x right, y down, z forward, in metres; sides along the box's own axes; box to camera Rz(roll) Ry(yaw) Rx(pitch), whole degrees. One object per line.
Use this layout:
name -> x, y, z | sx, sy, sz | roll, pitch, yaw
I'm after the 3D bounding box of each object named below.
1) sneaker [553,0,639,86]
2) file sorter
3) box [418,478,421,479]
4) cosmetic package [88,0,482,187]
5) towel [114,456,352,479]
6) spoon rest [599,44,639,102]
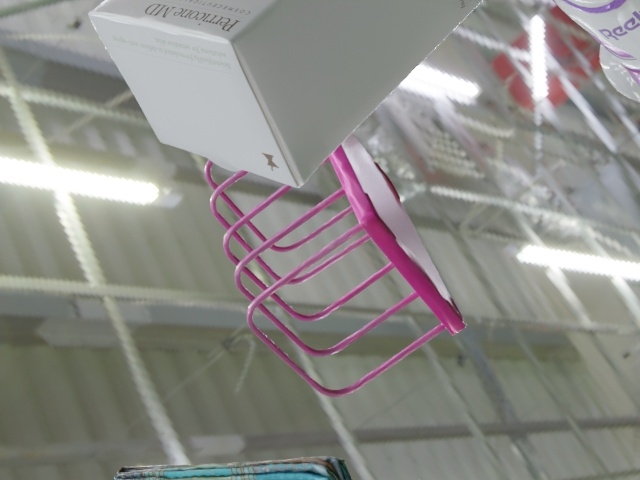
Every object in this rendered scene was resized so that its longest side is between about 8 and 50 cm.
sneaker -> 0.171, -0.198, 0.703 | 0.161, 0.102, 0.282 | 31, -147, -27
file sorter -> 0.000, 0.000, 1.393 | 0.202, 0.182, 0.290 | 48, -168, -37
box -> 0.035, 0.411, 1.458 | 0.324, 0.063, 0.067 | -33, -128, -31
cosmetic package -> 0.009, -0.231, 1.063 | 0.365, 0.197, 0.155 | -47, -47, -26
towel -> -0.091, 0.420, 1.715 | 0.040, 0.370, 0.271 | -55, -51, -51
spoon rest -> 0.446, -0.302, 1.661 | 0.137, 0.084, 0.276 | 6, -112, -3
